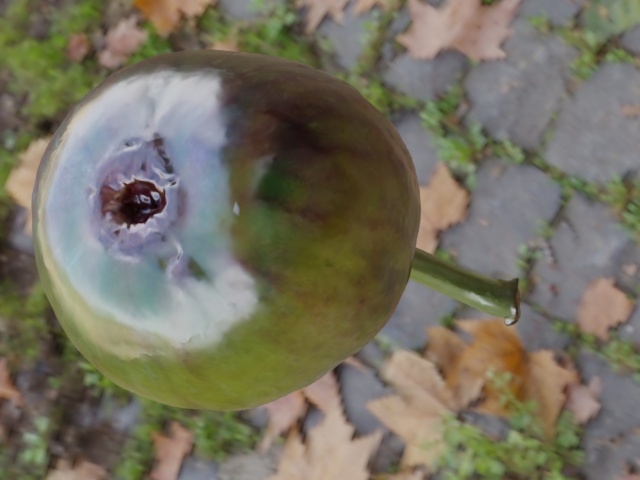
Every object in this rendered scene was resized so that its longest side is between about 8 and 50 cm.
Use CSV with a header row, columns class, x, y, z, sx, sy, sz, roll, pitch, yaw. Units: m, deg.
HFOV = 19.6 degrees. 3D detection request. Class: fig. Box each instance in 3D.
class,x,y,z,sx,sy,sz,roll,pitch,yaw
fig,0.000,0.000,0.740,0.149,0.245,0.149,-6,80,34
